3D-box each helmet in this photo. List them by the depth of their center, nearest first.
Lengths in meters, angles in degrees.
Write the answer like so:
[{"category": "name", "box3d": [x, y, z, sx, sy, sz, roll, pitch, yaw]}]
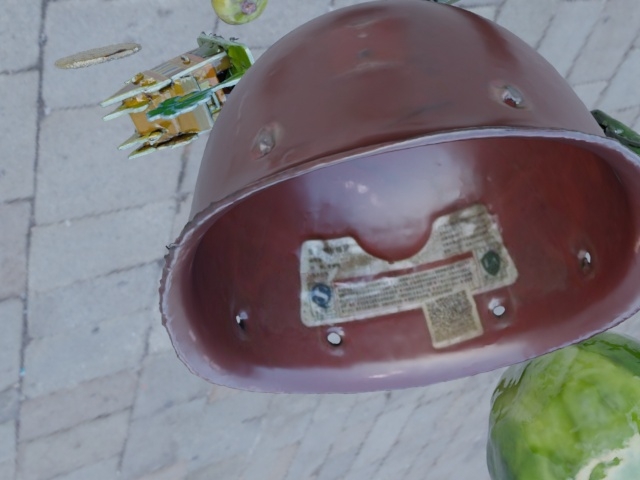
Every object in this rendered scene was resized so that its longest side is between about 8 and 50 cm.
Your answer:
[{"category": "helmet", "box3d": [0.050, -0.049, 0.615, 0.338, 0.230, 0.385, -12, 150, 8]}]

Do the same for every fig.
[{"category": "fig", "box3d": [-0.124, -0.393, 1.298, 0.093, 0.166, 0.093, -3, 130, -4]}]

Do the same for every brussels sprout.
[{"category": "brussels sprout", "box3d": [0.267, 0.192, 0.835, 0.210, 0.271, 0.219, -38, 109, 11]}]

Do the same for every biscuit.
[{"category": "biscuit", "box3d": [-0.297, -0.248, 1.139, 0.120, 0.120, 0.015, -21, 113, -25]}]

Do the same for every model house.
[{"category": "model house", "box3d": [-0.284, -0.264, 1.817, 0.313, 0.358, 0.242, -32, 118, -14]}]

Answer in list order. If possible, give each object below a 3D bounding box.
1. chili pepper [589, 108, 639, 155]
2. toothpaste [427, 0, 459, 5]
[{"category": "chili pepper", "box3d": [0.347, -0.050, 0.860, 0.076, 0.359, 0.085, -31, 134, -18]}, {"category": "toothpaste", "box3d": [0.127, -0.209, 0.634, 0.049, 0.204, 0.031, 45, 59, -23]}]
